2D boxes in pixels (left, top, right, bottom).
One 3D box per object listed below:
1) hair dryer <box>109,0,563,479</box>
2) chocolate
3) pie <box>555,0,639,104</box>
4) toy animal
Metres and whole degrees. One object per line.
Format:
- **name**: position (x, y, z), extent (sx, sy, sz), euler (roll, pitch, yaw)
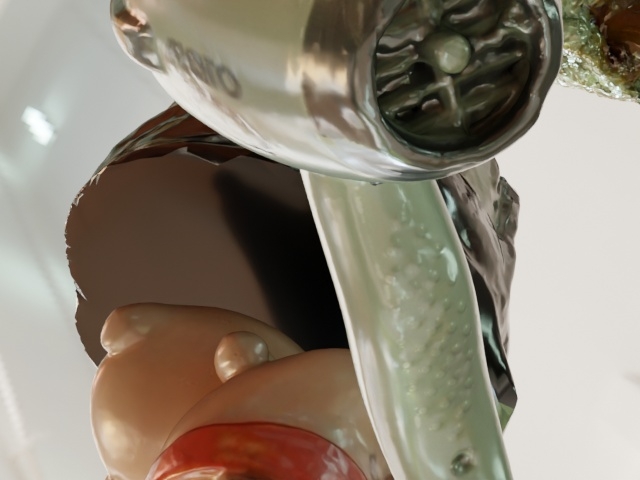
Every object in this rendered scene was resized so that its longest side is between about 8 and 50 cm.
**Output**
- **hair dryer**: position (-0.009, -0.025, 0.525), extent (0.229, 0.092, 0.267), euler (53, -19, 41)
- **chocolate**: position (0.000, 0.000, 1.141), extent (0.283, 0.283, 0.186), euler (-40, -165, 46)
- **pie**: position (0.176, -0.183, 1.544), extent (0.257, 0.274, 0.106), euler (-130, -128, -74)
- **toy animal**: position (-0.031, 0.123, 0.979), extent (0.171, 0.171, 0.198), euler (-58, -144, 12)
